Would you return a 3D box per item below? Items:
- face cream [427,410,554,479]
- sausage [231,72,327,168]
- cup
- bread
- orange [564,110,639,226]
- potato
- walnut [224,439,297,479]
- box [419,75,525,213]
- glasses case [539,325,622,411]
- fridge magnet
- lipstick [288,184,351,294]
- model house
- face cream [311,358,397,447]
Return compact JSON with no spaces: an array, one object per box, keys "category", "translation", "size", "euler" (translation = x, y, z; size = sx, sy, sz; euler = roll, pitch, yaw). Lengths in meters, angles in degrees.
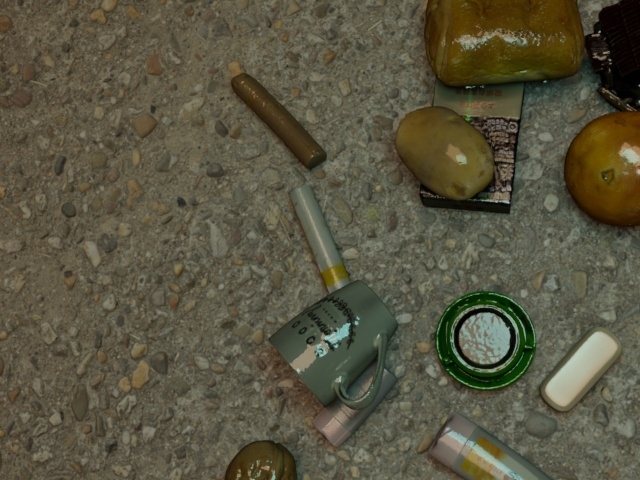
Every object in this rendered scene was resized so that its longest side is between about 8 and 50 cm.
[{"category":"face cream","translation":[0.354,0.463,1.691],"size":[0.269,0.073,0.107],"euler":[33,78,18]},{"category":"sausage","translation":[-0.102,-0.284,1.958],"size":[0.065,0.066,0.301],"euler":[-41,73,0]},{"category":"cup","translation":[0.056,0.226,1.735],"size":[0.234,0.186,0.258],"euler":[-39,49,-5]},{"category":"bread","translation":[0.393,-0.494,1.814],"size":[0.336,0.148,0.328],"euler":[0,57,9]},{"category":"orange","translation":[0.616,-0.146,1.696],"size":[0.239,0.240,0.240],"euler":[-3,77,11]},{"category":"potato","translation":[0.260,-0.189,1.743],"size":[0.150,0.146,0.234],"euler":[-35,69,-30]},{"category":"walnut","translation":[-0.123,0.500,1.749],"size":[0.166,0.149,0.167],"euler":[2,84,-22]},{"category":"box","translation":[0.336,-0.223,1.844],"size":[0.198,0.084,0.310],"euler":[6,78,13]},{"category":"glasses case","translation":[0.530,0.263,1.710],"size":[0.083,0.050,0.196],"euler":[43,89,15]},{"category":"fridge magnet","translation":[0.342,0.207,1.741],"size":[0.207,0.088,0.208],"euler":[-3,77,11]},{"category":"lipstick","translation":[0.000,0.000,1.876],"size":[0.059,0.059,0.264],"euler":[-23,74,6]},{"category":"model house","translation":[0.706,-0.351,1.692],"size":[0.297,0.282,0.317],"euler":[-7,75,10]},{"category":"face cream","translation":[0.075,0.345,1.784],"size":[0.198,0.057,0.084],"euler":[-46,72,1]}]
